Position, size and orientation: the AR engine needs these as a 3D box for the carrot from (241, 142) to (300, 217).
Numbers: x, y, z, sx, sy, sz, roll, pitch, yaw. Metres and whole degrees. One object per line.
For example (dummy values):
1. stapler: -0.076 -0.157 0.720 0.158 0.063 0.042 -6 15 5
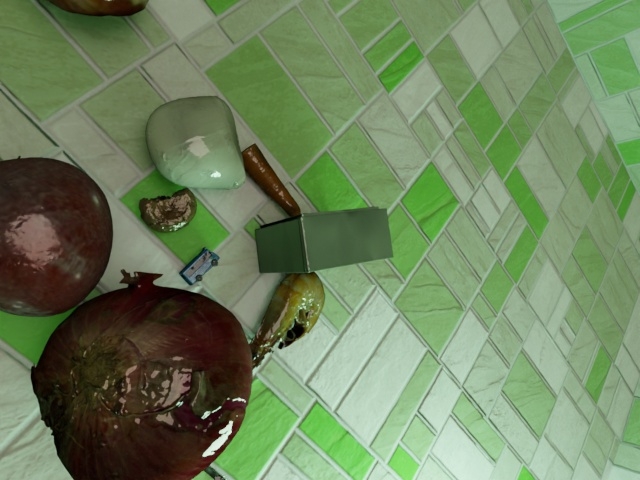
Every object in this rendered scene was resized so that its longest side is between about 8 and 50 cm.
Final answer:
1. carrot: -0.113 -0.130 0.983 0.061 0.061 0.210 -49 112 -25

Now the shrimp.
1. shrimp: -0.078 0.198 0.982 0.152 0.063 0.287 48 63 -36

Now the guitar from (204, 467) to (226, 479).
1. guitar: -0.265 0.446 0.857 0.088 0.025 0.233 -47 109 -27

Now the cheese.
1. cheese: -0.252 -0.195 0.847 0.189 0.154 0.198 -14 90 -28

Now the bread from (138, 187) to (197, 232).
1. bread: -0.310 -0.058 0.853 0.113 0.060 0.082 -17 94 -30

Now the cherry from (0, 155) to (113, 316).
1. cherry: -0.463 -0.021 0.659 0.236 0.213 0.285 -21 74 -3

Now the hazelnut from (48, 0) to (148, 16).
1. hazelnut: -0.419 -0.516 0.711 0.261 0.261 0.241 43 35 -22

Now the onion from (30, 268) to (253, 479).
1. onion: -0.287 0.228 0.702 0.353 0.353 0.354 3 84 -32

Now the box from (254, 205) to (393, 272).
1. box: 0.000 0.000 0.944 0.225 0.225 0.117 -7 90 -33

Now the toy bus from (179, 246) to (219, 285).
1. toy bus: -0.258 0.055 0.888 0.046 0.038 0.083 49 63 -16
